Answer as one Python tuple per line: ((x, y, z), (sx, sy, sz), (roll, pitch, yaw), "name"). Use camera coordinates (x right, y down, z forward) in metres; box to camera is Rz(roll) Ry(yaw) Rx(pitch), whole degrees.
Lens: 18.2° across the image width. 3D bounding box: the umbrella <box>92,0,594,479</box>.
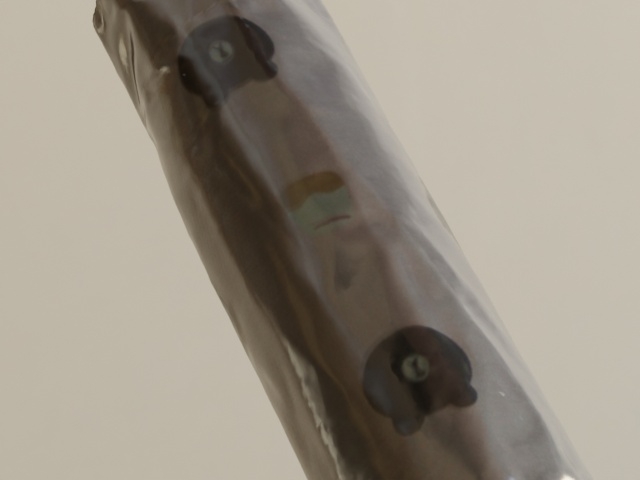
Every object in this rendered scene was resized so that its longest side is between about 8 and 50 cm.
((0.000, 0.000, 0.609), (0.073, 0.067, 0.337), (-39, -123, 19), "umbrella")
